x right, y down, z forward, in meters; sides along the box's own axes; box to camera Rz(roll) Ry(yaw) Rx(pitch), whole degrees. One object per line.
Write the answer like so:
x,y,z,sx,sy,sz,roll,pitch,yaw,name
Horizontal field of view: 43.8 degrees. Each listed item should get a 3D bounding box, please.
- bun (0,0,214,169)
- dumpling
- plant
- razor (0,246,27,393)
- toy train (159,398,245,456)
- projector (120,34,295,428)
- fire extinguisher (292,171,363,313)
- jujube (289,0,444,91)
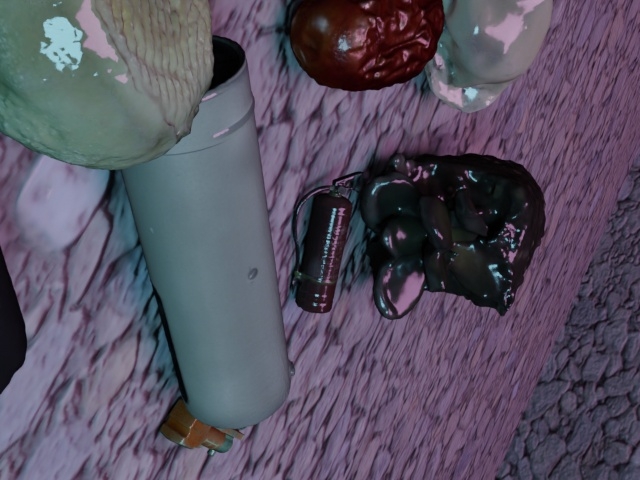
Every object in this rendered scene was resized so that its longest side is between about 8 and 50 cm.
-0.138,-0.130,0.431,0.195,0.118,0.195,-14,90,-78,bun
0.189,-0.265,0.934,0.132,0.162,0.250,-92,-168,-52,dumpling
0.171,-0.011,0.998,0.276,0.188,0.199,-22,126,-54,plant
-0.244,-0.031,0.347,0.189,0.107,0.327,-44,143,-40,razor
-0.108,0.180,0.789,0.064,0.044,0.103,-60,148,-12,toy train
-0.089,0.008,0.646,0.108,0.108,0.337,-44,143,-39,projector
0.000,0.000,0.864,0.078,0.045,0.157,-2,112,-37,fire extinguisher
0.047,-0.199,0.749,0.176,0.109,0.112,-27,96,-48,jujube
